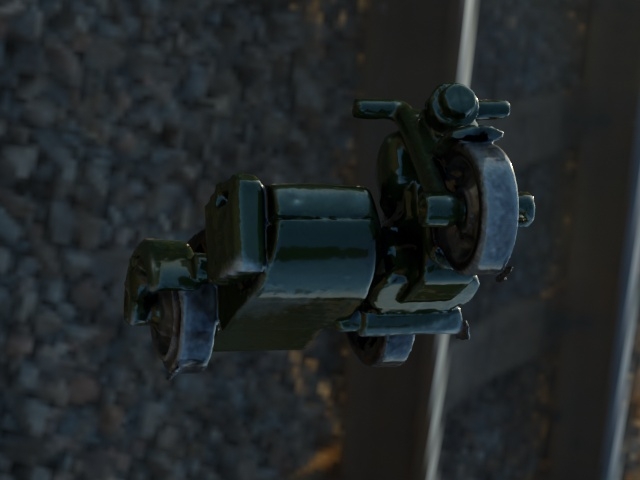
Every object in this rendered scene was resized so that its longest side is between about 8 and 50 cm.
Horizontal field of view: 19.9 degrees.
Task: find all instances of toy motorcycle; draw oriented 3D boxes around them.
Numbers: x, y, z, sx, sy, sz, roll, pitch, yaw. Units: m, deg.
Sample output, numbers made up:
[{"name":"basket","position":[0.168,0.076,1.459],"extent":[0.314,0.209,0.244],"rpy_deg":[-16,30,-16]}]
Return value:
[{"name":"toy motorcycle","position":[0.000,0.000,1.075],"extent":[0.275,0.205,0.127],"rpy_deg":[126,-39,-61]}]
